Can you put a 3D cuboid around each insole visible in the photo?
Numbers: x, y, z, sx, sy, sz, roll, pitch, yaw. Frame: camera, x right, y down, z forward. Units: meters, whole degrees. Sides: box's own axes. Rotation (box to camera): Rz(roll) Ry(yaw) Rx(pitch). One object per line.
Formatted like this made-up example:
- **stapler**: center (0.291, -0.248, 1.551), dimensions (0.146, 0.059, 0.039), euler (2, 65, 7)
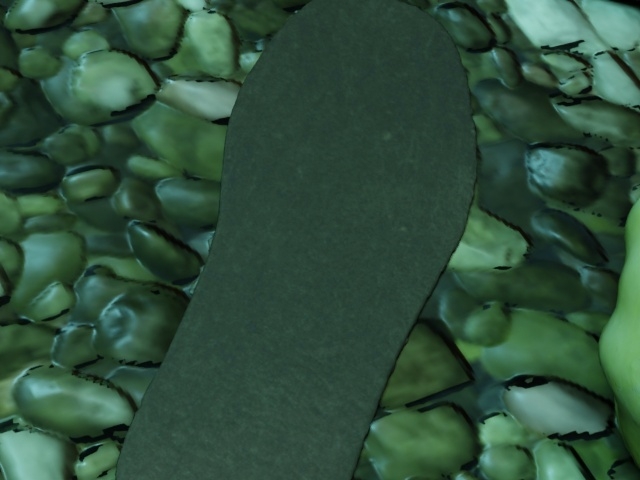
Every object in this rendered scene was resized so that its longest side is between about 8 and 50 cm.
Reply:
- **insole**: center (0.000, 0.000, 0.601), dimensions (0.111, 0.007, 0.328), euler (18, 48, 2)

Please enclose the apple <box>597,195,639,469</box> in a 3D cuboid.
- **apple**: center (0.195, 0.037, 0.505), dimensions (0.200, 0.200, 0.200), euler (7, 49, -8)
